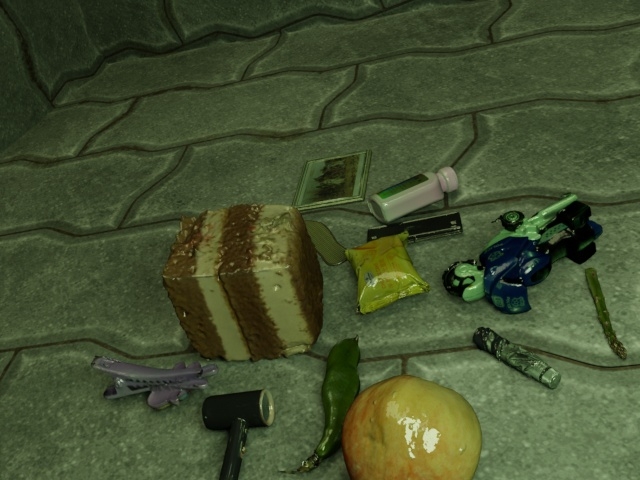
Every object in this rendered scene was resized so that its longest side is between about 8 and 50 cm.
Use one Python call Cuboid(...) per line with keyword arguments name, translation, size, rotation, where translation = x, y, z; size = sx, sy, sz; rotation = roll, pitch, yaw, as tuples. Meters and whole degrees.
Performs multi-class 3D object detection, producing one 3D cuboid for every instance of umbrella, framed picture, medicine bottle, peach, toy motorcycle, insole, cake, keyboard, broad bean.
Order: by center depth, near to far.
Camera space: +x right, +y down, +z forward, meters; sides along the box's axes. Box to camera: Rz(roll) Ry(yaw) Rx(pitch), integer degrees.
Cuboid(name="peach", translation=(0.132, 0.323, 1.125), size=(0.232, 0.232, 0.232), rotation=(-13, 33, 9))
Cuboid(name="umbrella", translation=(0.349, 0.209, 1.323), size=(0.046, 0.050, 0.188), rotation=(-49, 39, -6))
Cuboid(name="broad bean", translation=(0.021, 0.291, 1.361), size=(0.098, 0.056, 0.318), rotation=(1, 40, 27))
Cuboid(name="toy motorcycle", translation=(0.416, 0.037, 1.485), size=(0.331, 0.125, 0.196), rotation=(-30, 36, -11))
Cuboid(name="cake", translation=(-0.154, 0.081, 1.551), size=(0.290, 0.282, 0.256), rotation=(-11, 37, 8))
Cuboid(name="keyboard", translation=(0.221, -0.020, 1.742), size=(0.230, 0.025, 0.094), rotation=(-11, 32, 12))
Cuboid(name="medicine bottle", translation=(0.234, -0.116, 1.821), size=(0.219, 0.078, 0.115), rotation=(-23, 15, -9))
Cuboid(name="insole", translation=(0.000, 0.000, 1.841), size=(0.086, 0.005, 0.253), rotation=(-29, 34, -14))
Cuboid(name="framed picture", translation=(0.032, -0.174, 2.069), size=(0.217, 0.017, 0.274), rotation=(-10, 34, 15))

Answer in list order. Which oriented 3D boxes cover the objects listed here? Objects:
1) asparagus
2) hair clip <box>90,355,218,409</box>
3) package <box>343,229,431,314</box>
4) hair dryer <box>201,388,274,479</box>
Cuboid(name="asparagus", translation=(0.529, 0.131, 1.369), size=(0.024, 0.025, 0.248), rotation=(25, 34, -12))
Cuboid(name="hair clip", translation=(-0.341, 0.289, 1.528), size=(0.278, 0.090, 0.137), rotation=(3, 26, 18))
Cuboid(name="package", translation=(0.137, 0.064, 1.601), size=(0.168, 0.090, 0.226), rotation=(-20, 35, 3))
Cuboid(name="hair dryer", translation=(-0.171, 0.382, 1.323), size=(0.128, 0.070, 0.255), rotation=(-8, 39, 18))
